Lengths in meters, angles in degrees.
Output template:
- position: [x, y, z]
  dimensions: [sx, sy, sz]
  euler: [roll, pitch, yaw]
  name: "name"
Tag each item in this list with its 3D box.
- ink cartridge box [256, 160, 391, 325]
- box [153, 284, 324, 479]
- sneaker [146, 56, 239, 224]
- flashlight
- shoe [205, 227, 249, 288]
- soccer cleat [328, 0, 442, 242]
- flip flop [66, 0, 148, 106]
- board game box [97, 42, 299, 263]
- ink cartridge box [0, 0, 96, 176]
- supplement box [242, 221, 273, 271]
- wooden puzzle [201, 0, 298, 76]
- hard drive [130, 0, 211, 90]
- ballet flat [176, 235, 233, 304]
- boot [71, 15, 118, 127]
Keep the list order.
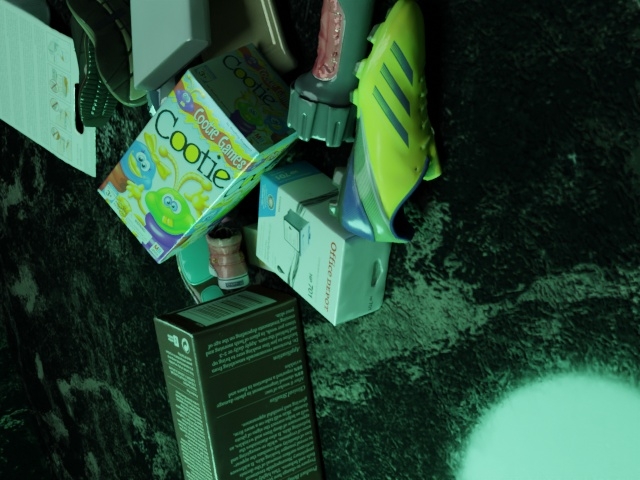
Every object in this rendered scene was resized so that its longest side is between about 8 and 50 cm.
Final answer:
- position: [0.000, 0.000, 1.199]
  dimensions: [0.190, 0.082, 0.140]
  euler: [40, 136, 42]
  name: "ink cartridge box"
- position: [-0.119, 0.280, 1.418]
  dimensions: [0.143, 0.191, 0.381]
  euler: [12, 114, 54]
  name: "box"
- position: [-0.185, -0.174, 1.398]
  dimensions: [0.131, 0.112, 0.319]
  euler: [8, 114, 33]
  name: "sneaker"
- position: [0.012, -0.258, 1.032]
  dimensions: [0.103, 0.103, 0.304]
  euler: [46, 139, 38]
  name: "flashlight"
- position: [-0.146, 0.017, 1.411]
  dimensions: [0.178, 0.063, 0.081]
  euler: [-135, 37, -75]
  name: "shoe"
- position: [0.090, -0.127, 1.018]
  dimensions: [0.121, 0.093, 0.289]
  euler: [20, 122, 15]
  name: "soccer cleat"
- position: [-0.354, -0.345, 1.559]
  dimensions: [0.277, 0.112, 0.080]
  euler: [56, 170, 20]
  name: "flip flop"
- position: [-0.160, -0.116, 1.237]
  dimensions: [0.144, 0.142, 0.275]
  euler: [50, 130, 2]
  name: "board game box"
- position: [-0.588, -0.355, 1.950]
  dimensions: [0.385, 0.091, 0.308]
  euler: [30, 131, 25]
  name: "ink cartridge box"
- position: [-0.075, 0.010, 1.357]
  dimensions: [0.098, 0.036, 0.062]
  euler: [16, 118, 55]
  name: "supplement box"
- position: [-0.122, -0.330, 1.265]
  dimensions: [0.221, 0.044, 0.239]
  euler: [-11, 100, 57]
  name: "wooden puzzle"
- position: [-0.218, -0.389, 1.266]
  dimensions: [0.203, 0.040, 0.307]
  euler: [-19, 73, 56]
  name: "hard drive"
- position: [-0.185, 0.074, 1.531]
  dimensions: [0.079, 0.077, 0.221]
  euler: [52, -166, -80]
  name: "ballet flat"
- position: [-0.440, -0.329, 1.726]
  dimensions: [0.137, 0.077, 0.198]
  euler: [40, 123, 46]
  name: "boot"
